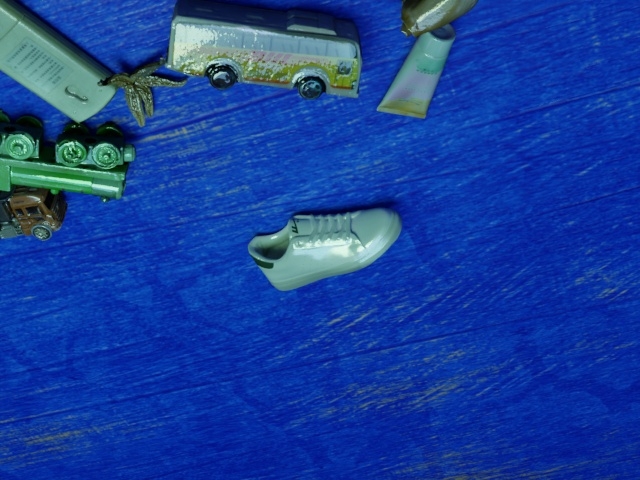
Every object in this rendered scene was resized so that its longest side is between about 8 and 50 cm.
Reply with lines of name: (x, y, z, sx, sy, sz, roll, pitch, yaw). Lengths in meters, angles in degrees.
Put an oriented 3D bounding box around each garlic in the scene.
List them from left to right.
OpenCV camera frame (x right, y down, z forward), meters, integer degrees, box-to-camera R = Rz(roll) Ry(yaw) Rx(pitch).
garlic: (0.168, -0.313, 1.251, 0.152, 0.084, 0.066, -28, 124, 30)

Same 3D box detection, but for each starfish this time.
starfish: (-0.262, -0.224, 1.357, 0.130, 0.041, 0.133, 6, 135, -45)

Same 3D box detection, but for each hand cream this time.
hand cream: (0.142, -0.237, 1.369, 0.076, 0.047, 0.174, 8, 144, -13)

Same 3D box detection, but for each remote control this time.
remote control: (-0.395, -0.255, 1.331, 0.098, 0.038, 0.233, -32, 129, 29)

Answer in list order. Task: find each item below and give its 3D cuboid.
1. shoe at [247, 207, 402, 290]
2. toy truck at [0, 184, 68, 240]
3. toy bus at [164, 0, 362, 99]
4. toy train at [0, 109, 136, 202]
shoe: (0.000, 0.000, 1.572, 0.265, 0.095, 0.110, -26, 131, 27)
toy truck: (-0.504, -0.049, 1.510, 0.192, 0.083, 0.092, -8, 132, 7)
toy bus: (-0.073, -0.260, 1.304, 0.268, 0.092, 0.106, 6, 126, -8)
toy train: (-0.403, -0.120, 1.429, 0.251, 0.085, 0.119, 8, 122, -6)
